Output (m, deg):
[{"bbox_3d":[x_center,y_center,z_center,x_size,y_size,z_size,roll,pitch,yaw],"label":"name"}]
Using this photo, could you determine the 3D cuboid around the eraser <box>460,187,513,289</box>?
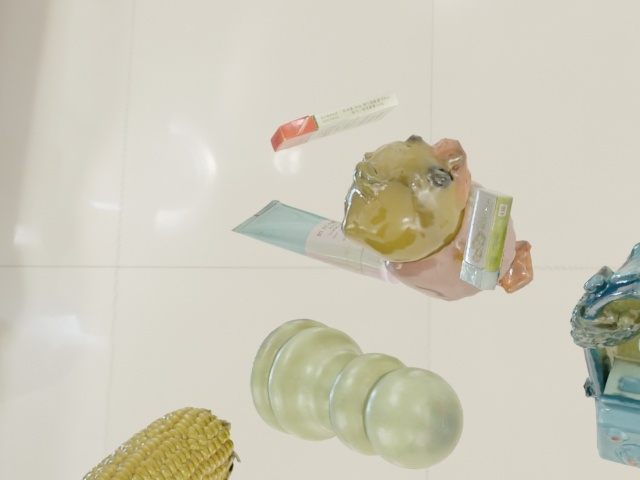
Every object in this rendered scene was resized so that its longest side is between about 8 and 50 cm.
[{"bbox_3d":[0.143,-0.001,0.744,0.019,0.038,0.083,4,102,-25],"label":"eraser"}]

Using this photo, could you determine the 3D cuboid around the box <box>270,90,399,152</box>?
[{"bbox_3d":[0.025,-0.237,1.723,0.245,0.139,0.035,-18,89,-11],"label":"box"}]

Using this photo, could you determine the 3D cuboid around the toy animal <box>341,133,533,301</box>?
[{"bbox_3d":[0.128,-0.028,1.033,0.169,0.281,0.195,-39,48,9],"label":"toy animal"}]

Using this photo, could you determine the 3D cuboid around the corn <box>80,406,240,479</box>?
[{"bbox_3d":[-0.164,0.228,0.775,0.091,0.260,0.091,-33,87,24],"label":"corn"}]

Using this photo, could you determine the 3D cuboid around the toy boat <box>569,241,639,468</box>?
[{"bbox_3d":[0.255,0.100,0.697,0.109,0.238,0.098,10,51,28],"label":"toy boat"}]

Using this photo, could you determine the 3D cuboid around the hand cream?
[{"bbox_3d":[0.000,0.000,1.391,0.312,0.070,0.111,18,43,39],"label":"hand cream"}]

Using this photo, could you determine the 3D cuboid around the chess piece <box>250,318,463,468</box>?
[{"bbox_3d":[0.047,0.176,0.949,0.251,0.144,0.144,9,81,53],"label":"chess piece"}]
